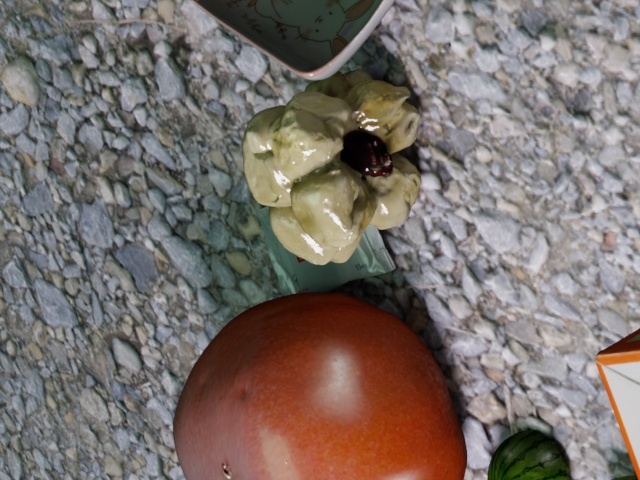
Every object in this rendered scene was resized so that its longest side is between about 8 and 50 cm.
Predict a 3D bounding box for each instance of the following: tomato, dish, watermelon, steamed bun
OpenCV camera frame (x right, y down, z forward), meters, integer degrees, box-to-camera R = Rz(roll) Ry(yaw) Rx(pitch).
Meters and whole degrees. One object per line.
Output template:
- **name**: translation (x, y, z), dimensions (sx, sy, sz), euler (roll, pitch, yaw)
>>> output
- **tomato**: translation (-0.018, 0.216, 1.936), dimensions (0.341, 0.273, 0.341), euler (25, 127, 39)
- **dish**: translation (-0.022, -0.250, 1.824), dimensions (0.212, 0.151, 0.077), euler (37, 175, 31)
- **watermelon**: translation (0.209, 0.252, 1.864), dimensions (0.105, 0.062, 0.105), euler (29, 127, 48)
- **steamed bun**: translation (0.025, -0.068, 1.813), dimensions (0.106, 0.177, 0.192), euler (9, 114, 52)

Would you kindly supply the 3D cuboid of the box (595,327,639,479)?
- **box**: translation (0.453, 0.183, 1.395), dimensions (0.318, 0.257, 0.349), euler (-14, 99, 52)

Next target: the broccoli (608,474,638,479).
- **broccoli**: translation (0.322, 0.303, 1.658), dimensions (0.269, 0.254, 0.269), euler (178, 90, -73)

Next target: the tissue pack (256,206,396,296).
- **tissue pack**: translation (0.000, 0.000, 1.999), dimensions (0.193, 0.026, 0.122), euler (-25, 89, 51)
